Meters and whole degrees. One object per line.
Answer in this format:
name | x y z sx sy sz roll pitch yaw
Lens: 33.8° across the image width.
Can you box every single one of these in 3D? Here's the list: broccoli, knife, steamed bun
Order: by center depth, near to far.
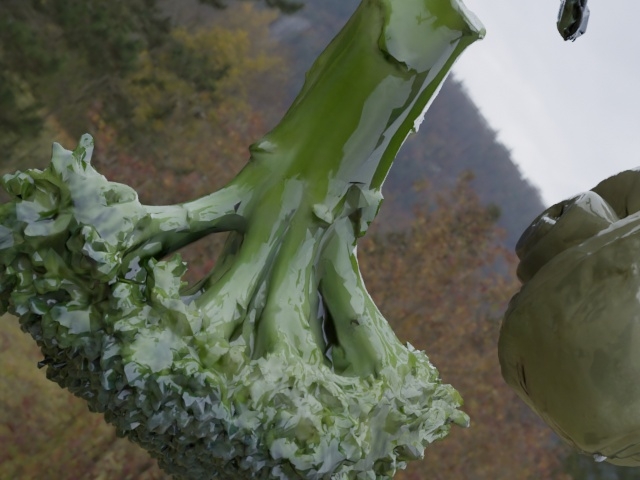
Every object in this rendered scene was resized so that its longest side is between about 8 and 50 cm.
broccoli | 0.004 0.022 0.794 0.275 0.397 0.353 31 -27 27
knife | 0.219 -0.200 0.914 0.296 0.026 0.044 -47 144 -71
steamed bun | 0.310 0.062 1.065 0.247 0.352 0.339 23 -20 13
